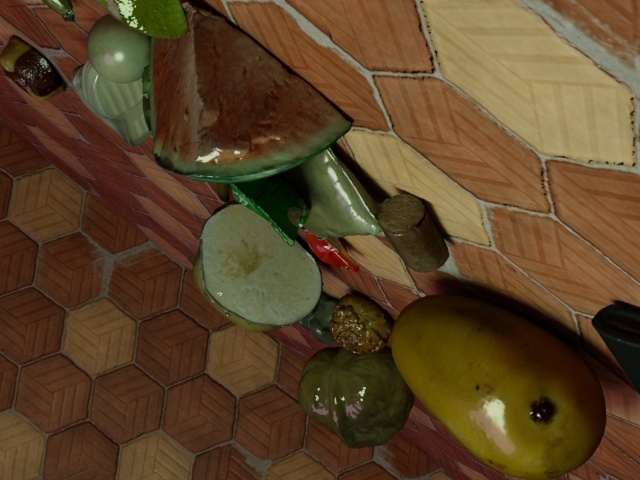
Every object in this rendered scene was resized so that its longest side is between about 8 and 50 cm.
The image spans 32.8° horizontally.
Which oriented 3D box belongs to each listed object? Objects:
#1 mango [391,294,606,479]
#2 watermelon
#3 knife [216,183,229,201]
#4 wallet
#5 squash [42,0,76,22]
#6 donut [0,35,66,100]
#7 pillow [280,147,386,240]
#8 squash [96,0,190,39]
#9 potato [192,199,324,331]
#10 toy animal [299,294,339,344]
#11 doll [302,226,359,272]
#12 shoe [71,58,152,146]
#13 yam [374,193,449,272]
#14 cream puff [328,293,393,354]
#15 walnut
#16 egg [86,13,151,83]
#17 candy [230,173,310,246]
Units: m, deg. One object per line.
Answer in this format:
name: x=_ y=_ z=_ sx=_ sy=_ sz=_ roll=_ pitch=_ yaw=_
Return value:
mango: x=0.278 y=0.228 z=1.802 sx=0.300 sy=0.232 sz=0.446 roll=41 pitch=175 yaw=-33
watermelon: x=-0.166 y=-0.179 z=1.607 sx=0.319 sy=0.222 sz=0.292 roll=40 pitch=162 yaw=-12
knife: x=-0.193 y=-0.140 z=2.224 sx=0.061 sy=0.027 sz=0.343 roll=38 pitch=164 yaw=10
wallet: x=0.540 y=0.241 z=1.488 sx=0.228 sy=0.062 sz=0.406 roll=21 pitch=159 yaw=51
squash: x=-0.490 y=-0.452 z=1.891 sx=0.183 sy=0.052 sz=0.052 roll=45 pitch=165 yaw=-28
donut: x=-0.684 y=-0.397 z=2.563 sx=0.166 sy=0.073 sz=0.184 roll=40 pitch=166 yaw=4
pillow: x=0.001 y=-0.075 z=1.803 sx=0.185 sy=0.075 sz=0.302 roll=53 pitch=163 yaw=-12
squash: x=-0.287 y=-0.370 z=1.440 sx=0.169 sy=0.093 sz=0.252 roll=28 pitch=153 yaw=33
potato: x=-0.157 y=0.067 z=2.372 sx=0.299 sy=0.246 sz=0.196 roll=46 pitch=163 yaw=-8
toy animal: x=-0.027 y=0.171 z=2.674 sx=0.236 sy=0.108 sz=0.138 roll=27 pitch=164 yaw=41
doll: x=0.000 y=0.000 z=2.119 sx=0.169 sy=0.057 sz=0.109 roll=41 pitch=169 yaw=-18
shoe: x=-0.400 y=-0.300 z=2.030 sx=0.160 sy=0.132 sz=0.363 roll=41 pitch=172 yaw=9
yam: x=0.142 y=-0.009 z=1.665 sx=0.084 sy=0.084 sz=0.127 roll=28 pitch=161 yaw=38
cream puff: x=0.085 y=0.194 z=2.434 sx=0.150 sy=0.115 sz=0.165 roll=24 pitch=162 yaw=39
walnut: x=0.098 y=0.386 z=2.759 sx=0.282 sy=0.253 sz=0.277 roll=28 pitch=165 yaw=42
egg: x=-0.324 y=-0.314 z=1.778 sx=0.114 sy=0.114 sz=0.152 roll=38 pitch=169 yaw=-1
candy: x=-0.079 y=-0.067 z=1.722 sx=0.141 sy=0.078 sz=0.203 roll=33 pitch=-168 yaw=-2
